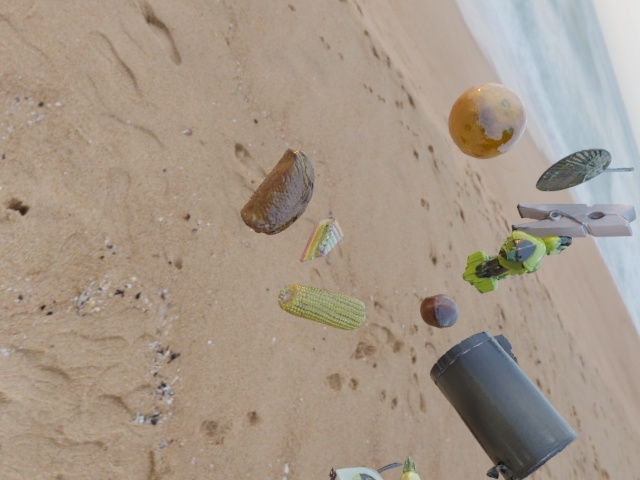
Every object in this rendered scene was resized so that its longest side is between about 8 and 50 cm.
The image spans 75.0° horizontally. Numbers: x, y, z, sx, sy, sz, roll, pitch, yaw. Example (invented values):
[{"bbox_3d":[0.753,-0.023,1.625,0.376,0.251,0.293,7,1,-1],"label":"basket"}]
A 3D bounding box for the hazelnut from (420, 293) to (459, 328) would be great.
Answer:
[{"bbox_3d":[0.622,0.367,2.155,0.203,0.178,0.178,17,63,-29],"label":"hazelnut"}]

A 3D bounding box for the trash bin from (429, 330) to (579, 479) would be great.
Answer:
[{"bbox_3d":[0.444,0.405,1.030,0.203,0.252,0.302,85,-22,-47],"label":"trash bin"}]

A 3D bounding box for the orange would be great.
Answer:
[{"bbox_3d":[0.578,-0.415,1.454,0.261,0.261,0.261,21,61,-45],"label":"orange"}]

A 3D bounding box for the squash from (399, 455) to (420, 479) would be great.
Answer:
[{"bbox_3d":[0.353,1.016,1.648,0.137,0.137,0.288,44,58,-31],"label":"squash"}]

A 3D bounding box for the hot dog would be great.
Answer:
[{"bbox_3d":[-0.117,-0.143,1.244,0.122,0.272,0.196,33,9,-38],"label":"hot dog"}]

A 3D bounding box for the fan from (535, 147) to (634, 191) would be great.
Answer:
[{"bbox_3d":[0.818,-0.226,1.273,0.223,0.294,0.012,45,34,-58],"label":"fan"}]

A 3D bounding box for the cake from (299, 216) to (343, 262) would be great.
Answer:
[{"bbox_3d":[0.011,0.015,1.663,0.090,0.109,0.225,55,41,-31],"label":"cake"}]

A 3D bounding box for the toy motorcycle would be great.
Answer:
[{"bbox_3d":[0.611,0.065,1.343,0.206,0.342,0.142,10,62,-26],"label":"toy motorcycle"}]

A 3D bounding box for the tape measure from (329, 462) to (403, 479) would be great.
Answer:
[{"bbox_3d":[0.225,1.013,1.690,0.351,0.215,0.098,8,111,-24],"label":"tape measure"}]

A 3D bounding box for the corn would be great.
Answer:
[{"bbox_3d":[0.022,0.263,1.646,0.387,0.144,0.144,21,61,-30],"label":"corn"}]

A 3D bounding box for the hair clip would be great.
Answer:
[{"bbox_3d":[0.781,-0.061,1.308,0.085,0.330,0.101,47,61,-35],"label":"hair clip"}]
